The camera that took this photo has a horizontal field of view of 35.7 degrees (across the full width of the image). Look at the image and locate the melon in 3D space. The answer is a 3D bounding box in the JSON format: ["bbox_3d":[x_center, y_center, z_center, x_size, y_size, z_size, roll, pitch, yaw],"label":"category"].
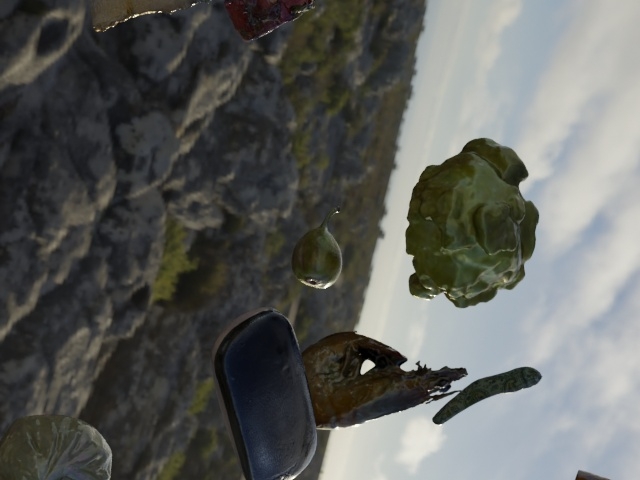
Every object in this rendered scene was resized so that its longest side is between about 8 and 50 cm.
[{"bbox_3d":[-0.234,-0.353,1.370,0.054,0.182,0.098,33,50,-69],"label":"melon"}]

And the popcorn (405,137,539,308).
[{"bbox_3d":[0.244,-0.019,1.647,0.241,0.235,0.250,-26,142,-31],"label":"popcorn"}]

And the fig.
[{"bbox_3d":[-0.008,0.011,1.708,0.166,0.093,0.093,-94,-169,-48],"label":"fig"}]

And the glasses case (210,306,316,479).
[{"bbox_3d":[-0.074,0.223,1.353,0.122,0.075,0.314,-30,131,-23],"label":"glasses case"}]

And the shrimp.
[{"bbox_3d":[0.082,0.205,1.543,0.063,0.287,0.152,55,23,-62],"label":"shrimp"}]

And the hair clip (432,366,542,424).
[{"bbox_3d":[0.316,0.295,1.909,0.036,0.229,0.066,62,5,-31],"label":"hair clip"}]

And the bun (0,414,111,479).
[{"bbox_3d":[-0.415,0.368,1.540,0.128,0.178,0.193,-7,-112,60],"label":"bun"}]

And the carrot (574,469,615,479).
[{"bbox_3d":[0.406,0.358,1.256,0.087,0.193,0.087,-61,168,-23],"label":"carrot"}]

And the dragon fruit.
[{"bbox_3d":[-0.116,-0.562,2.235,0.211,0.147,0.282,-41,-159,-16],"label":"dragon fruit"}]
